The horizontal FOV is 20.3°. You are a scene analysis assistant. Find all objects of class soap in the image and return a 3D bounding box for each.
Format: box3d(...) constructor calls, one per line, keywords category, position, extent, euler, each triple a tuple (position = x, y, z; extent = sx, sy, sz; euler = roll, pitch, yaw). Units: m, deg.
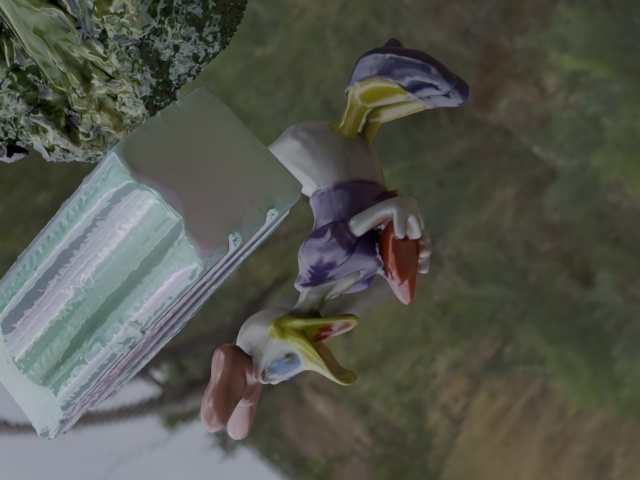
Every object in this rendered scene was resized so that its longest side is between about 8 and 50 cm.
box3d(category="soap", position=(-0.118, 0.019, 1.044), extent=(0.091, 0.230, 0.145), euler=(48, -144, 2))

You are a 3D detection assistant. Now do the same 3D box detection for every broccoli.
box3d(category="broccoli", position=(-0.192, -0.224, 1.386), extent=(0.283, 0.321, 0.303), euler=(21, -142, -28))

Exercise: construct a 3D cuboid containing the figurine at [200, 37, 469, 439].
box3d(category="figurine", position=(0.006, -0.003, 1.720), extent=(0.193, 0.420, 0.154), euler=(13, 171, 14))
